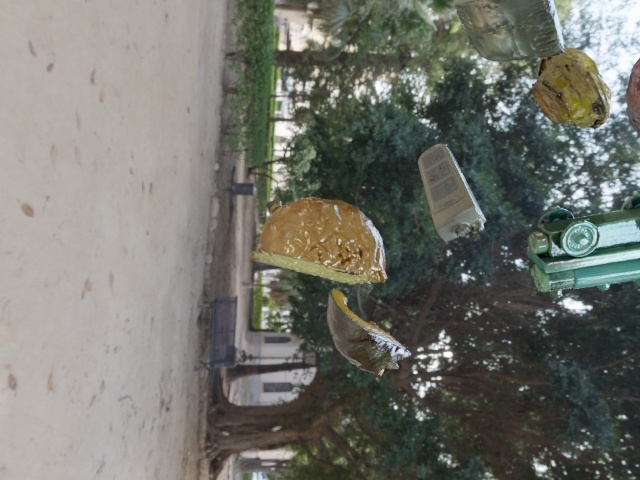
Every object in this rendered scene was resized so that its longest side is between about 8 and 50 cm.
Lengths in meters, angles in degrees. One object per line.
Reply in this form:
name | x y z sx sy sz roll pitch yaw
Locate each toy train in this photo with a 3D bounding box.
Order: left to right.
toy train | 0.566 0.021 0.814 0.120 0.297 0.194 -82 161 -69

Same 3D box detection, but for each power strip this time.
power strip | 0.246 -0.107 0.809 0.048 0.080 0.286 46 28 -29

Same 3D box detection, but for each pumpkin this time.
pumpkin | 0.072 0.239 1.012 0.254 0.149 0.131 40 -78 31

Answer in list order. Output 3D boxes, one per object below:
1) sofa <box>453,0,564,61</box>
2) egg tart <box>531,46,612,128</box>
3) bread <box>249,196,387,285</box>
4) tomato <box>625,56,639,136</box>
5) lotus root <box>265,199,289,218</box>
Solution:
sofa | 0.398 -0.512 0.826 0.176 0.210 0.226 12 -105 44
egg tart | 0.621 -0.373 1.048 0.241 0.105 0.241 53 10 -14
bread | 0.000 0.000 0.730 0.143 0.228 0.140 -33 -134 59
tomato | 0.619 -0.249 0.668 0.225 0.084 0.225 170 -90 -79
lotus root | -0.056 -0.025 1.161 0.128 0.260 0.145 -47 165 -12
